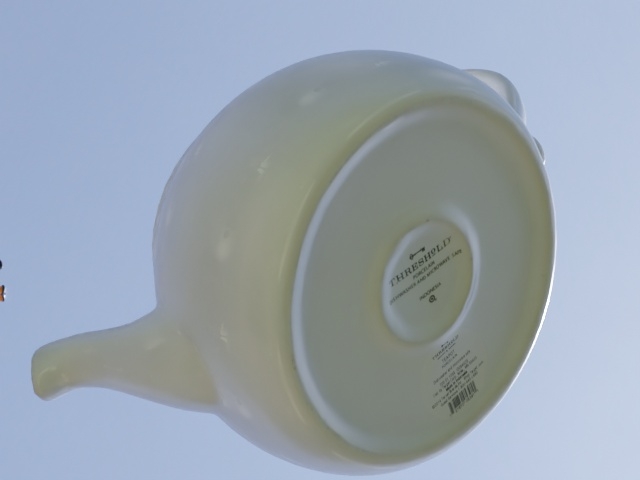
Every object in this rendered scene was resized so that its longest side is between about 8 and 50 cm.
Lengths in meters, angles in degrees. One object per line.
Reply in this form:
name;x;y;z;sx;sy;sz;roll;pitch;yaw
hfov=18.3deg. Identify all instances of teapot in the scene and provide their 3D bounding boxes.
teapot;0.000;0.000;1.127;0.256;0.187;0.252;14;-88;-43

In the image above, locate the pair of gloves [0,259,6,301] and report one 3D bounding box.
pair of gloves;-0.218;0.017;1.134;0.074;0.083;0.010;6;-112;-5
